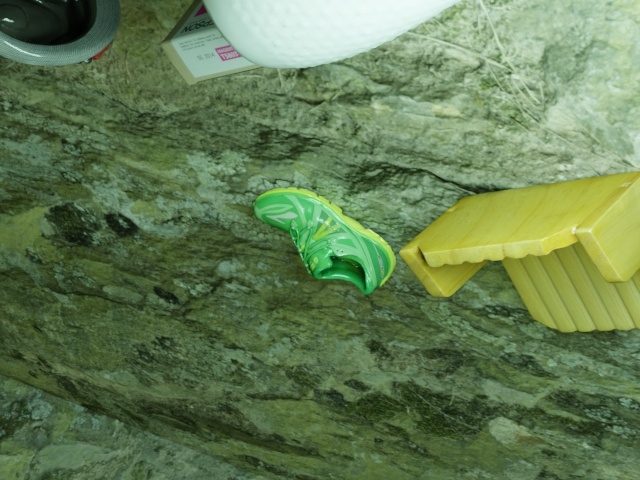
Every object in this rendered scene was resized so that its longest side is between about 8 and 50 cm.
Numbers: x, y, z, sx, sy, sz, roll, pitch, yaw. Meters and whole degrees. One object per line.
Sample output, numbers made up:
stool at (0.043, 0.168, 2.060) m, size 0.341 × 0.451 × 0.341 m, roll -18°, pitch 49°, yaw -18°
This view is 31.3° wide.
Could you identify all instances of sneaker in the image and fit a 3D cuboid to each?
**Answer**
sneaker at (0.000, 0.000, 2.146) m, size 0.296 × 0.123 × 0.109 m, roll 29°, pitch 146°, yaw 3°

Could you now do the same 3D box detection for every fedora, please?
fedora at (-0.482, -0.382, 1.883) m, size 0.124 × 0.276 × 0.243 m, roll -27°, pitch 81°, yaw 51°

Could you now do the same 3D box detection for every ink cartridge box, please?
ink cartridge box at (-0.098, -0.343, 1.719) m, size 0.235 × 0.193 × 0.088 m, roll -5°, pitch 132°, yaw 40°

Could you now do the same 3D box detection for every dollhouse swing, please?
dollhouse swing at (0.378, 0.076, 1.837) m, size 0.347 × 0.315 × 0.304 m, roll -7°, pitch 111°, yaw 41°

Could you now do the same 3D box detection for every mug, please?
mug at (-0.010, -0.399, 1.406) m, size 0.328 × 0.276 × 0.374 m, roll -28°, pitch 124°, yaw 25°

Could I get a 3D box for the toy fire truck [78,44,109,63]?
toy fire truck at (-0.453, -0.385, 2.059) m, size 0.192 × 0.047 × 0.135 m, roll 2°, pitch 137°, yaw 36°
